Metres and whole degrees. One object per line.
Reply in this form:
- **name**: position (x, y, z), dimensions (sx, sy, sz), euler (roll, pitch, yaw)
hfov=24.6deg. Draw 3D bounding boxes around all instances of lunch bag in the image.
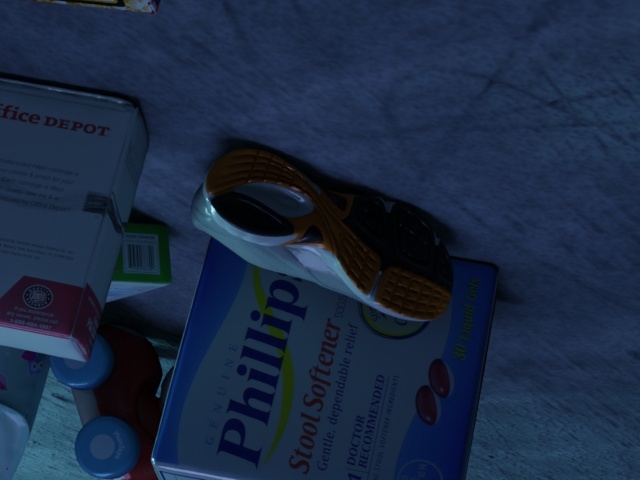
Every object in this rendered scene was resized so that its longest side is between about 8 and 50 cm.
- **lunch bag**: position (-0.448, 0.170, 1.739), dimensions (0.223, 0.262, 0.160), euler (25, 154, -22)

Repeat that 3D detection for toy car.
- **toy car**: position (-0.174, 0.180, 1.783), dimensions (0.238, 0.210, 0.219), euler (-19, 166, 2)

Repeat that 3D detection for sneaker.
- **sneaker**: position (0.000, 0.000, 1.360), dimensions (0.262, 0.099, 0.121), euler (29, 160, -15)

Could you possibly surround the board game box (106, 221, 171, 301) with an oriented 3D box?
- **board game box**: position (-0.345, 0.036, 1.532), dimensions (0.242, 0.064, 0.316), euler (5, 167, -41)

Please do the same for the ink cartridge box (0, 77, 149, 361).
- **ink cartridge box**: position (-0.253, -0.020, 1.270), dimensions (0.158, 0.218, 0.092), euler (11, 162, 6)

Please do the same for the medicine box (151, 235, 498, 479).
- **medicine box**: position (0.011, 0.146, 1.445), dimensions (0.289, 0.263, 0.149), euler (9, 155, 7)

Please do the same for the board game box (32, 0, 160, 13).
- **board game box**: position (-0.216, -0.223, 1.015), dimensions (0.193, 0.045, 0.147), euler (8, 155, 11)
